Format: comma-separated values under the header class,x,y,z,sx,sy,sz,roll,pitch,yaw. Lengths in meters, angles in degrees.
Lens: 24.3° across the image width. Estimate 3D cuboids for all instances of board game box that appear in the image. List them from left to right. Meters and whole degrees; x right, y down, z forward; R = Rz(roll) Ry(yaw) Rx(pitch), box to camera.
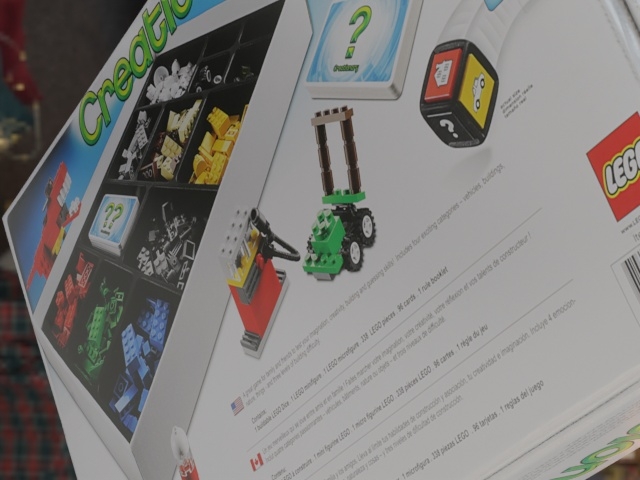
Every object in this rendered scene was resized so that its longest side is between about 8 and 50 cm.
class,x,y,z,sx,sy,sz,roll,pitch,yaw
board game box,0.000,0.000,0.438,0.053,0.305,0.193,-4,64,-35
